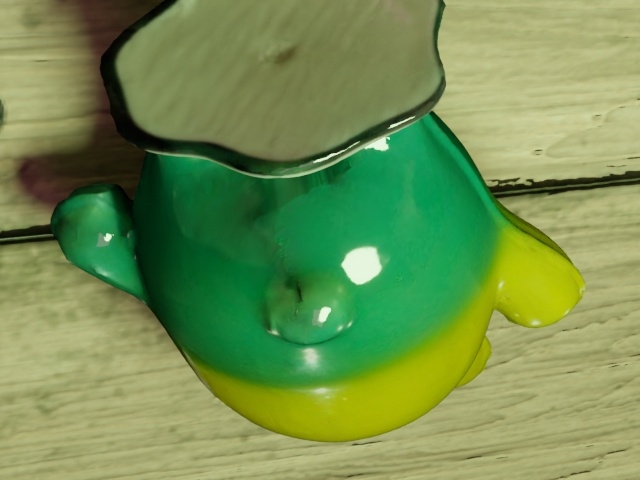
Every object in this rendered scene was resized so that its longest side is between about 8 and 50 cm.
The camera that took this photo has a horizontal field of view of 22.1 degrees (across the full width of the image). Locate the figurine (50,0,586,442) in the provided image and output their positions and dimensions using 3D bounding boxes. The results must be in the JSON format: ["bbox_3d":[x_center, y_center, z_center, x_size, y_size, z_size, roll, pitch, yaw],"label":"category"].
[{"bbox_3d":[0.000,0.000,1.030,0.323,0.231,0.340,-8,141,7],"label":"figurine"}]
